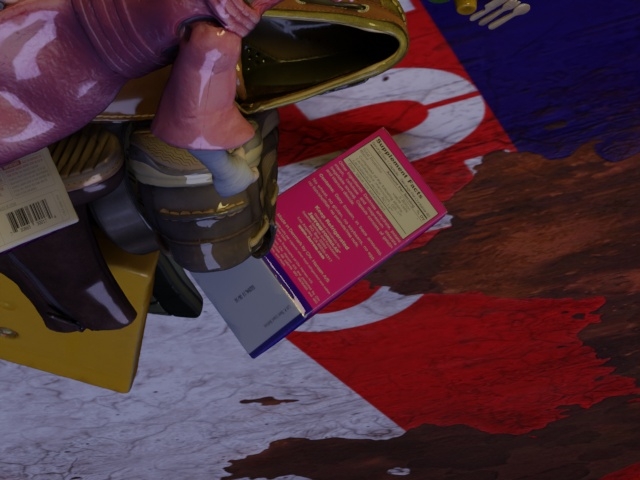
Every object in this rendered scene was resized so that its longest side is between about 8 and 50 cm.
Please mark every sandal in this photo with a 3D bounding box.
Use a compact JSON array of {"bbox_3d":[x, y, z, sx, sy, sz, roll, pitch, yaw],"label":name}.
[{"bbox_3d":[-0.186,0.001,1.764,0.120,0.086,0.303,8,153,14],"label":"sandal"}]

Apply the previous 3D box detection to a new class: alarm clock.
[{"bbox_3d":[-0.178,-0.061,1.577,0.064,0.129,0.192,-15,146,22],"label":"alarm clock"}]

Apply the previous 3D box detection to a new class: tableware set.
[{"bbox_3d":[0.158,-0.228,1.422,0.104,0.024,0.154,16,149,-38],"label":"tableware set"}]

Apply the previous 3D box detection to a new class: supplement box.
[{"bbox_3d":[0.000,0.000,1.662,0.220,0.114,0.111,-33,176,-39],"label":"supplement box"}]

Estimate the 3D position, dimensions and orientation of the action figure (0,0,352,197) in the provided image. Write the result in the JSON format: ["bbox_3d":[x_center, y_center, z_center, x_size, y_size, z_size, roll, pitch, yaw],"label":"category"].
[{"bbox_3d":[-0.134,-0.177,1.188,0.370,0.248,0.275,-14,156,33],"label":"action figure"}]

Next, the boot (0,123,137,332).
[{"bbox_3d":[-0.217,-0.006,1.529,0.248,0.090,0.207,-5,133,41],"label":"boot"}]

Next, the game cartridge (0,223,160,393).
[{"bbox_3d":[-0.315,0.046,1.771,0.285,0.053,0.324,16,152,-3],"label":"game cartridge"}]

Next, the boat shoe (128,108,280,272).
[{"bbox_3d":[-0.100,-0.044,1.478,0.132,0.130,0.355,-3,-171,5],"label":"boat shoe"}]

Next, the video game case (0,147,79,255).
[{"bbox_3d":[-0.317,-0.070,1.297,0.232,0.210,0.042,-27,-177,-44],"label":"video game case"}]

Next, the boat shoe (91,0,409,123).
[{"bbox_3d":[-0.082,-0.153,1.372,0.307,0.104,0.111,-14,116,-5],"label":"boat shoe"}]
